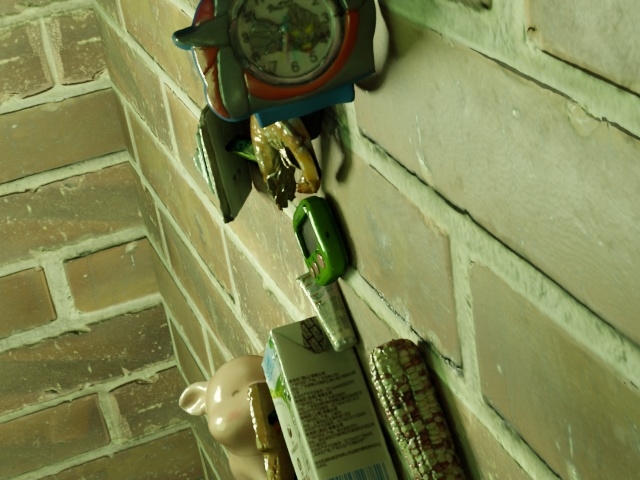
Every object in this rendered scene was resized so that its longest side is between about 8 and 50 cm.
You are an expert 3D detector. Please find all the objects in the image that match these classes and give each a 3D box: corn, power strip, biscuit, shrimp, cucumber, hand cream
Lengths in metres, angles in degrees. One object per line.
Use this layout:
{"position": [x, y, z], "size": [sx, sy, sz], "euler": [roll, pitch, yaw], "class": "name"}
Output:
{"position": [0.134, 0.243, 1.681], "size": [0.079, 0.079, 0.237], "euler": [122, 126, -71], "class": "corn"}
{"position": [-0.187, -0.153, 2.273], "size": [0.198, 0.064, 0.213], "euler": [-63, -38, -67], "class": "power strip"}
{"position": [-0.051, 0.370, 2.250], "size": [0.278, 0.043, 0.302], "euler": [-78, -33, -52], "class": "biscuit"}
{"position": [-0.048, -0.118, 1.856], "size": [0.150, 0.068, 0.249], "euler": [52, 163, 21], "class": "shrimp"}
{"position": [-0.123, -0.159, 2.198], "size": [0.220, 0.070, 0.046], "euler": [-163, 87, -70], "class": "cucumber"}
{"position": [0.014, 0.109, 2.010], "size": [0.143, 0.061, 0.039], "euler": [67, -164, 17], "class": "hand cream"}

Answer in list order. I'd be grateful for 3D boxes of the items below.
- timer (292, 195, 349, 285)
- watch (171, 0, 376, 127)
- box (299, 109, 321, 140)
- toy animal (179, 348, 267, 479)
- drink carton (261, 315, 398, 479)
{"position": [0.000, 0.000, 1.948], "size": [0.140, 0.047, 0.128], "euler": [125, 126, -71], "class": "timer"}
{"position": [-0.067, -0.298, 1.563], "size": [0.274, 0.241, 0.305], "euler": [-118, 13, -86], "class": "watch"}
{"position": [-0.049, -0.258, 1.851], "size": [0.201, 0.042, 0.213], "euler": [-128, 26, -54], "class": "box"}
{"position": [-0.112, 0.365, 2.486], "size": [0.269, 0.237, 0.326], "euler": [54, 161, 25], "class": "toy animal"}
{"position": [0.015, 0.303, 2.059], "size": [0.194, 0.132, 0.325], "euler": [109, 144, -67], "class": "drink carton"}
